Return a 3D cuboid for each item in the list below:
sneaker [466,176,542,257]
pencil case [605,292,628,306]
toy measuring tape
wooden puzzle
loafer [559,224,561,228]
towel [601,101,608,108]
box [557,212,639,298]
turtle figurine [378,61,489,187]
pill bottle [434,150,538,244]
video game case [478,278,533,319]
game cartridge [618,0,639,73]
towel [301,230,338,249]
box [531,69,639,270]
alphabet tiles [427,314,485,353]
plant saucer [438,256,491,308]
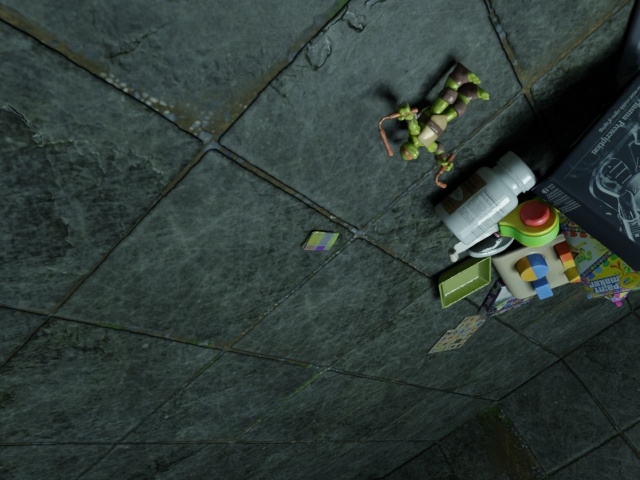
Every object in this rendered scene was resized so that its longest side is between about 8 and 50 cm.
[{"bbox_3d":[0.523,-0.075,1.391,0.295,0.105,0.147,-33,143,-5],"label":"sneaker"},{"bbox_3d":[1.045,0.141,1.892,0.104,0.236,0.105,-16,128,-22],"label":"pencil case"},{"bbox_3d":[0.496,-0.012,1.286,0.330,0.121,0.121,-30,145,3],"label":"toy measuring tape"},{"bbox_3d":[0.770,0.091,1.640,0.347,0.081,0.322,-21,141,23],"label":"wooden puzzle"},{"bbox_3d":[0.743,-0.093,1.495,0.220,0.080,0.078,-25,139,-53],"label":"loafer"},{"bbox_3d":[0.893,-0.217,1.292,0.316,0.332,0.053,-13,171,-23],"label":"towel"},{"bbox_3d":[0.835,-0.019,1.348,0.289,0.279,0.177,-12,169,-26],"label":"box"},{"bbox_3d":[0.234,-0.231,1.006,0.217,0.087,0.269,-47,133,11],"label":"turtle figurine"},{"bbox_3d":[0.410,-0.108,1.240,0.229,0.131,0.131,-42,143,17],"label":"pill bottle"},{"bbox_3d":[0.741,0.200,1.920,0.231,0.042,0.210,-15,141,-19],"label":"video game case"},{"bbox_3d":[0.806,-0.509,1.093,0.294,0.060,0.196,-27,148,-4],"label":"game cartridge"},{"bbox_3d":[0.000,0.000,1.193,0.083,0.009,0.060,2,133,-37],"label":"towel"},{"bbox_3d":[0.732,-0.159,1.130,0.343,0.312,0.179,-50,170,3],"label":"box"},{"bbox_3d":[0.569,0.383,2.055,0.198,0.009,0.237,-1,135,-34],"label":"alphabet tiles"},{"bbox_3d":[0.463,0.126,1.636,0.188,0.045,0.188,-29,144,-1],"label":"plant saucer"}]
